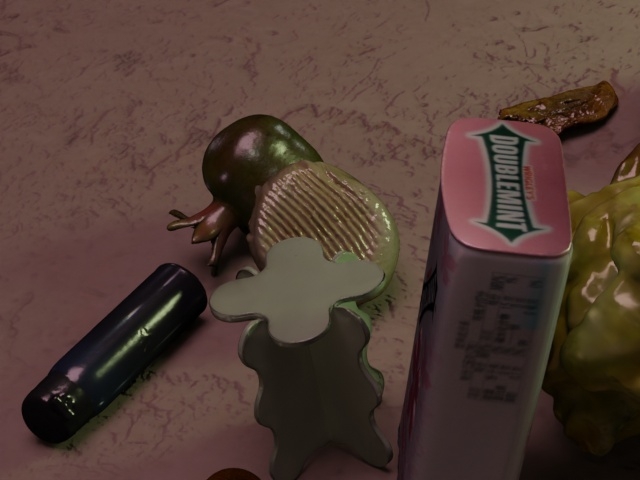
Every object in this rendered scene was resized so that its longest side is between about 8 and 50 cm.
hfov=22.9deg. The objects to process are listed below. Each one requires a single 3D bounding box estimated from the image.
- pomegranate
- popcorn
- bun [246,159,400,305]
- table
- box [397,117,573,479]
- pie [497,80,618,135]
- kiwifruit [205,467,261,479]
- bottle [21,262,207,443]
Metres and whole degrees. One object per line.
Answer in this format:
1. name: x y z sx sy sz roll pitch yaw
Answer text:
1. pomegranate: -0.085 -0.050 1.847 0.191 0.152 0.131 -49 9 -11
2. popcorn: 0.328 0.055 1.440 0.312 0.312 0.312 -8 35 6
3. bun: 0.000 0.000 1.751 0.167 0.113 0.173 -9 77 -8
4. table: -0.006 0.123 1.522 0.167 0.198 0.166 -8 35 6
5. box: 0.132 0.096 1.375 0.112 0.369 0.190 8 37 0
6. pie: 0.305 -0.161 1.974 0.170 0.034 0.092 -16 33 -16
7. kiwifruit: -0.085 0.262 1.464 0.075 0.075 0.124 -4 32 12
8. bottle: -0.222 0.121 1.702 0.082 0.072 0.244 -29 13 50
